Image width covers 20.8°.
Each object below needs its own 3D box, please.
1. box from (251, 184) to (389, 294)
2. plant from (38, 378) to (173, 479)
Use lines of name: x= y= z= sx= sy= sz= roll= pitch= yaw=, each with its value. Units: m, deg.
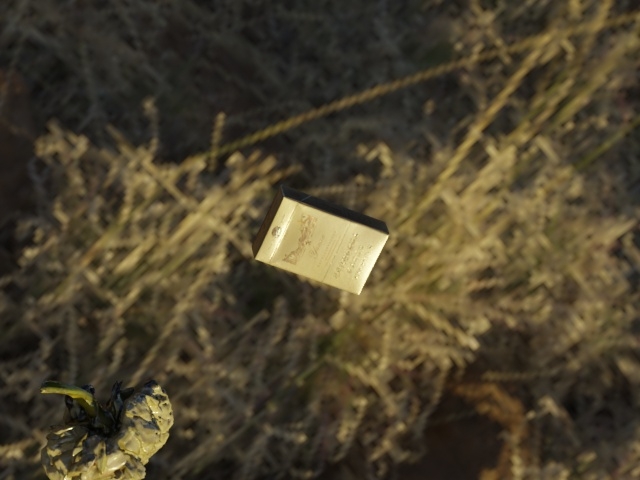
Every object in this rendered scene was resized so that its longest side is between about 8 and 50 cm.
box: x=0.000 y=0.000 z=1.219 sx=0.083 sy=0.053 sz=0.024 roll=21 pitch=21 yaw=-15
plant: x=-0.192 y=0.148 z=1.475 sx=0.116 sy=0.104 sz=0.122 roll=-52 pitch=123 yaw=-36
